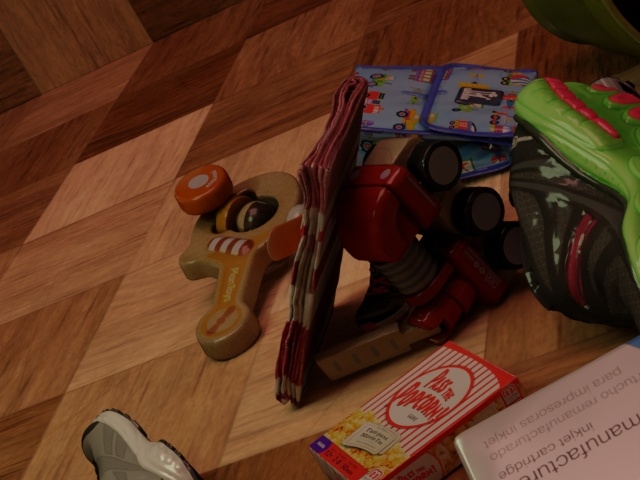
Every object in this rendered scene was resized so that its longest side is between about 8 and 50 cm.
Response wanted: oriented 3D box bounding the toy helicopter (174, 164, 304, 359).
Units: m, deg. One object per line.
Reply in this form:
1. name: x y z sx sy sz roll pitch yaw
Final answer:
1. toy helicopter: -0.089 0.027 2.116 0.235 0.140 0.355 -12 37 18

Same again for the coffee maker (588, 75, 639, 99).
1. coffee maker: 0.330 -0.101 1.823 0.171 0.120 0.178 -29 21 4

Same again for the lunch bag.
1. lunch bag: 0.179 -0.159 2.169 0.293 0.138 0.221 -5 27 16

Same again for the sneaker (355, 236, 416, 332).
1. sneaker: 0.080 0.044 1.883 0.063 0.075 0.170 -12 28 38

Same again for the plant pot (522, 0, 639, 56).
1. plant pot: 0.436 -0.399 2.098 0.366 0.366 0.353 -36 10 -14

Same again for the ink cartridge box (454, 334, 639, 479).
1. ink cartridge box: 0.291 0.231 0.941 0.285 0.166 0.395 -30 40 5

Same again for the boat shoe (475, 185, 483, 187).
1. boat shoe: 0.186 -0.020 1.927 0.050 0.045 0.135 -18 25 27

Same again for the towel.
1. towel: 0.000 0.000 1.796 0.037 0.329 0.237 12 32 7

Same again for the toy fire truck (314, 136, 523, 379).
1. toy fire truck: 0.084 0.034 1.744 0.158 0.217 0.246 3 53 55

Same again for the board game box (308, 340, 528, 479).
1. board game box: 0.100 0.191 1.577 0.193 0.045 0.147 -35 22 -14

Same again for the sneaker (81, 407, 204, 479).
1. sneaker: -0.219 0.269 1.746 0.108 0.100 0.271 -42 25 -16

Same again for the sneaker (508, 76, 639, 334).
1. sneaker: 0.320 0.014 1.559 0.185 0.202 0.483 3 32 -16
